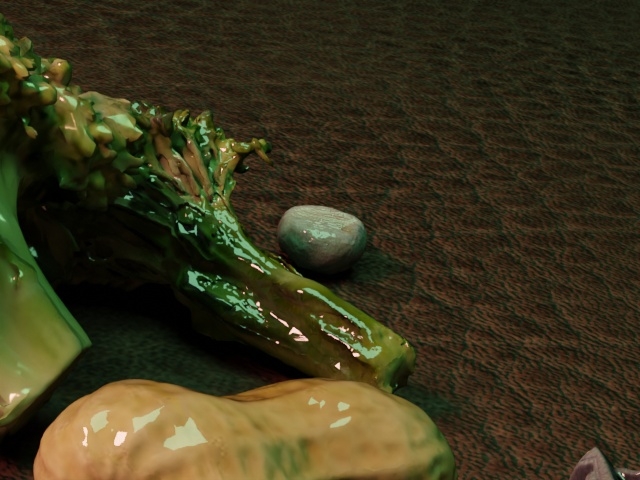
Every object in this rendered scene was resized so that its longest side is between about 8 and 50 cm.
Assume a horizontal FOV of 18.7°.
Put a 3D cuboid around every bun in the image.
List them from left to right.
[{"bbox_3d":[0.000,0.000,1.598,0.083,0.045,0.083,12,18,-4],"label":"bun"}]

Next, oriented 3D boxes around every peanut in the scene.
[{"bbox_3d":[-0.033,0.138,1.145,0.275,0.111,0.125,-1,30,-32],"label":"peanut"}]

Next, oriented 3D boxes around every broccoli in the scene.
[{"bbox_3d":[-0.269,-0.036,1.219,0.317,0.277,0.338,44,2,-26],"label":"broccoli"},{"bbox_3d":[-0.062,0.025,1.407,0.304,0.165,0.145,34,20,18],"label":"broccoli"}]

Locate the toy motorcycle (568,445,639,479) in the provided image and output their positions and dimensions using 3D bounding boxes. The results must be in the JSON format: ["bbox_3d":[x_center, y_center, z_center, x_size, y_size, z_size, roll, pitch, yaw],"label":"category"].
[{"bbox_3d":[0.178,0.193,1.140,0.173,0.108,0.307,11,16,23],"label":"toy motorcycle"}]
